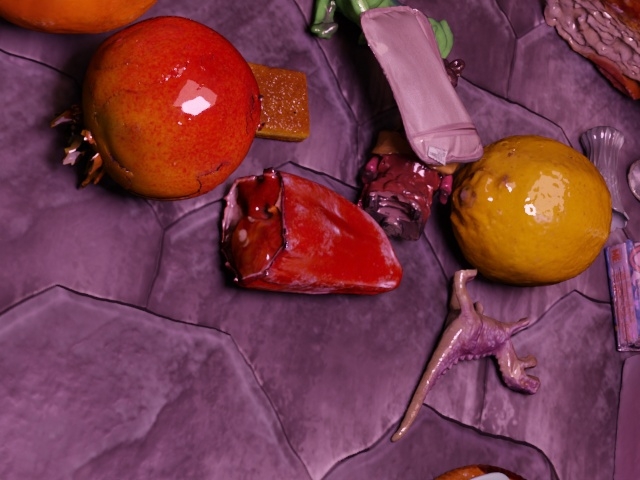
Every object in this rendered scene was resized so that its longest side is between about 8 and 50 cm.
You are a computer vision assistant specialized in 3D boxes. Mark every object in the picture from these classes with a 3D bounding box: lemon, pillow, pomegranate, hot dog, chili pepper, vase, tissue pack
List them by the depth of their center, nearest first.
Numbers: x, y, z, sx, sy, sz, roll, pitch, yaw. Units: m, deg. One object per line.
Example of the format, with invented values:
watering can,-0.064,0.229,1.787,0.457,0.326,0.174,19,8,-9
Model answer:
pomegranate,-0.181,-0.143,1.582,0.235,0.210,0.210,-22,87,3
chili pepper,0.000,0.000,1.722,0.252,0.136,0.144,14,22,-41
pillow,0.127,-0.197,1.775,0.130,0.038,0.233,-12,72,-41
lemon,0.276,-0.037,1.850,0.260,0.204,0.204,13,68,-41
tissue pack,0.478,0.082,2.034,0.115,0.065,0.155,6,72,-35
vase,0.409,-0.094,2.041,0.081,0.081,0.149,22,61,-27
hot dog,0.577,-0.356,2.147,0.367,0.196,0.365,40,65,5

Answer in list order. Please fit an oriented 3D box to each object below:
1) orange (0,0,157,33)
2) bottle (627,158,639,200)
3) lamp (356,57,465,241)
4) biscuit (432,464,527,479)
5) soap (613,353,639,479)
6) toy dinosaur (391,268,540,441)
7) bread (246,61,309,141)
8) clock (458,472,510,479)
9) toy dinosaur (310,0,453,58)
orange,-0.278,-0.360,1.546,0.283,0.226,0.284,3,65,-6
bottle,0.559,-0.118,2.151,0.201,0.072,0.072,-23,89,-37
lamp,0.131,-0.121,1.840,0.118,0.118,0.253,35,55,-20
biscuit,0.209,0.431,1.753,0.305,0.038,0.305,12,67,-30
soap,0.554,0.325,1.981,0.296,0.107,0.285,24,63,-27
toy dinosaur,0.186,0.138,1.816,0.251,0.072,0.200,-7,89,-46
bread,-0.062,-0.172,1.768,0.094,0.035,0.090,5,72,-34
clock,0.183,0.340,1.718,0.135,0.041,0.101,0,74,-32
toy dinosaur,0.044,-0.473,1.878,0.374,0.144,0.500,15,71,-35
